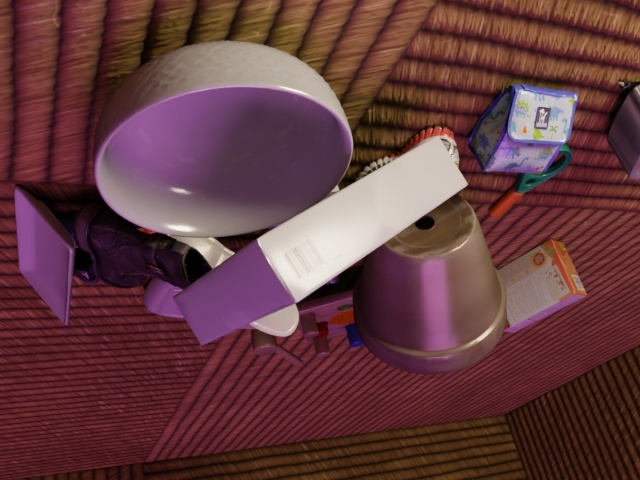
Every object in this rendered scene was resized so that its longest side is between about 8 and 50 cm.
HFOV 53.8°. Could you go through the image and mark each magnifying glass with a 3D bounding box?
[{"bbox_3d":[0.419,-0.119,1.285,0.092,0.026,0.231,0,147,-25],"label":"magnifying glass"}]

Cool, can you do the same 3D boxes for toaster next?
[{"bbox_3d":[0.610,-0.208,1.114,0.185,0.110,0.168,-13,151,-1],"label":"toaster"}]

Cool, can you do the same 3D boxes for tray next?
[{"bbox_3d":[-0.459,0.030,1.066,0.030,0.145,0.270,-35,167,-37],"label":"tray"}]

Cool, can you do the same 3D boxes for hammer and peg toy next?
[{"bbox_3d":[0.016,0.195,1.560,0.361,0.127,0.266,-16,154,4],"label":"hammer and peg toy"}]

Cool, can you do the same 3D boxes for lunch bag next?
[{"bbox_3d":[0.342,-0.189,1.057,0.128,0.096,0.151,1,135,-20],"label":"lunch bag"}]

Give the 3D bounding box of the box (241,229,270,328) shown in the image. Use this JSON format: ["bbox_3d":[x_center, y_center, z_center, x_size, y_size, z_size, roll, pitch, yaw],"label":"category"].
[{"bbox_3d":[-0.128,0.091,1.340,0.113,0.094,0.275,8,144,-36],"label":"box"}]

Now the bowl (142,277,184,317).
[{"bbox_3d":[-0.291,0.116,1.333,0.142,0.053,0.142,13,132,-33],"label":"bowl"}]

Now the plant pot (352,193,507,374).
[{"bbox_3d":[0.214,0.058,1.258,0.323,0.323,0.280,-13,136,-2],"label":"plant pot"}]

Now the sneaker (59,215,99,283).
[{"bbox_3d":[-0.427,0.031,1.116,0.067,0.078,0.188,-7,151,-13],"label":"sneaker"}]

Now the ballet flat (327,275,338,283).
[{"bbox_3d":[-0.016,0.087,1.452,0.114,0.041,0.041,-14,152,-1],"label":"ballet flat"}]

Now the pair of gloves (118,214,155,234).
[{"bbox_3d":[-0.335,-0.028,1.123,0.074,0.010,0.083,-8,149,-5],"label":"pair of gloves"}]

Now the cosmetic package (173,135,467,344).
[{"bbox_3d":[0.000,0.000,0.938,0.377,0.097,0.284,-32,179,-38],"label":"cosmetic package"}]

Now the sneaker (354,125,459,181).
[{"bbox_3d":[0.144,-0.106,1.109,0.088,0.093,0.225,16,141,-43],"label":"sneaker"}]

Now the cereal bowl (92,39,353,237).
[{"bbox_3d":[-0.134,-0.145,0.863,0.338,0.141,0.339,-10,151,-6],"label":"cereal bowl"}]

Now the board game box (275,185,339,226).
[{"bbox_3d":[-0.050,-0.065,1.164,0.154,0.026,0.103,-6,151,-14],"label":"board game box"}]

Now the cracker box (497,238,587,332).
[{"bbox_3d":[0.546,0.122,1.632,0.067,0.156,0.232,11,143,-39],"label":"cracker box"}]

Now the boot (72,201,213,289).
[{"bbox_3d":[-0.274,0.047,1.051,0.229,0.091,0.263,21,157,15],"label":"boot"}]

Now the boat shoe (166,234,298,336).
[{"bbox_3d":[-0.176,0.082,1.195,0.305,0.109,0.091,38,150,-14],"label":"boat shoe"}]
